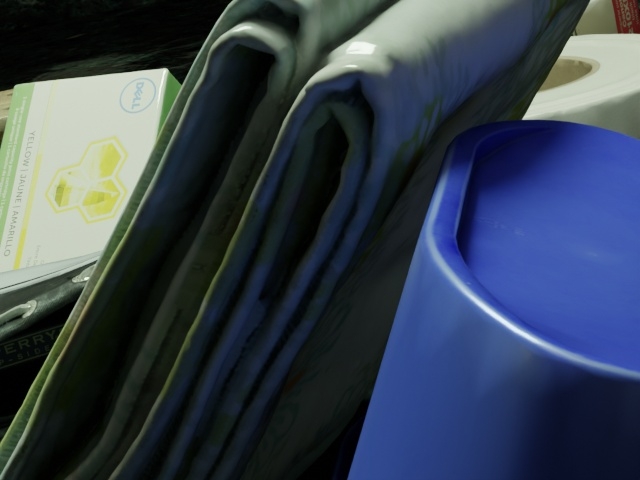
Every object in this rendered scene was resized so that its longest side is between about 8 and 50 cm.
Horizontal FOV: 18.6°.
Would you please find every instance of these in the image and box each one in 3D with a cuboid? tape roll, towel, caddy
[{"bbox_3d":[0.124,-0.063,1.344,0.286,0.100,0.286,-9,15,2],"label":"tape roll"},{"bbox_3d":[0.000,0.000,0.819,0.090,0.320,0.374,35,28,7],"label":"towel"},{"bbox_3d":[0.123,0.090,0.621,0.241,0.179,0.341,15,17,4],"label":"caddy"}]

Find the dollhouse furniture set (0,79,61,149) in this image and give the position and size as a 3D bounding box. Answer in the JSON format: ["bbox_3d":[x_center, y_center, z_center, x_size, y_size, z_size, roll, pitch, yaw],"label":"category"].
[{"bbox_3d":[-0.265,-0.030,1.428,0.183,0.129,0.129,-12,14,-3],"label":"dollhouse furniture set"}]

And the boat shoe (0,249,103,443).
[{"bbox_3d":[-0.086,0.039,1.078,0.306,0.113,0.105,-13,21,-2],"label":"boat shoe"}]

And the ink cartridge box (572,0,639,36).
[{"bbox_3d":[0.143,-0.140,1.617,0.172,0.100,0.237,-2,17,33],"label":"ink cartridge box"}]

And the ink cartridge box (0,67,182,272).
[{"bbox_3d":[-0.100,-0.025,1.244,0.235,0.171,0.056,-4,-27,26],"label":"ink cartridge box"}]
